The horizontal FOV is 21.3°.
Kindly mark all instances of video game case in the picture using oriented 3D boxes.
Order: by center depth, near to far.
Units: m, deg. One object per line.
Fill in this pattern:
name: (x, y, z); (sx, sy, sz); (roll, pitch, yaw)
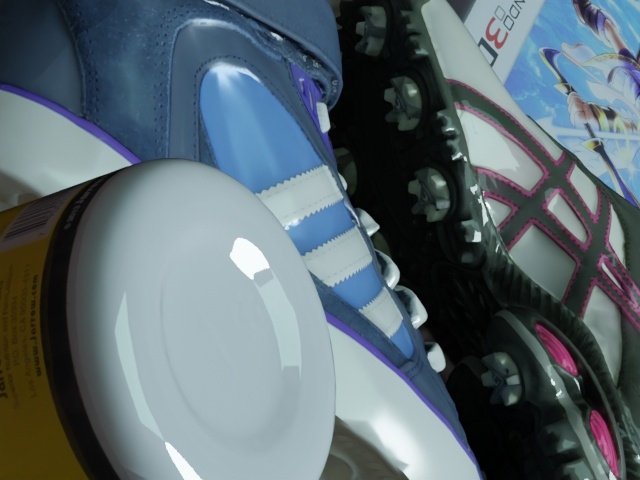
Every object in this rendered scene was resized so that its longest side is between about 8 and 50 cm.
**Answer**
video game case: (0.149, -0.034, 0.940); (0.269, 0.061, 0.244); (46, 51, -22)

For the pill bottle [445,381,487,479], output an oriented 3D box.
pill bottle: (0.144, 0.146, 0.853); (0.208, 0.119, 0.119); (63, 31, -36)

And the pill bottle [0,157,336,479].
pill bottle: (-0.095, 0.048, 0.479); (0.103, 0.184, 0.103); (31, 51, -47)

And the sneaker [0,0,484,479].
sneaker: (-0.014, -0.020, 0.688); (0.323, 0.130, 0.236); (45, 45, -29)

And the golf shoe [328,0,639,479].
golf shoe: (0.087, 0.000, 0.748); (0.120, 0.105, 0.273); (-14, 74, -27)
